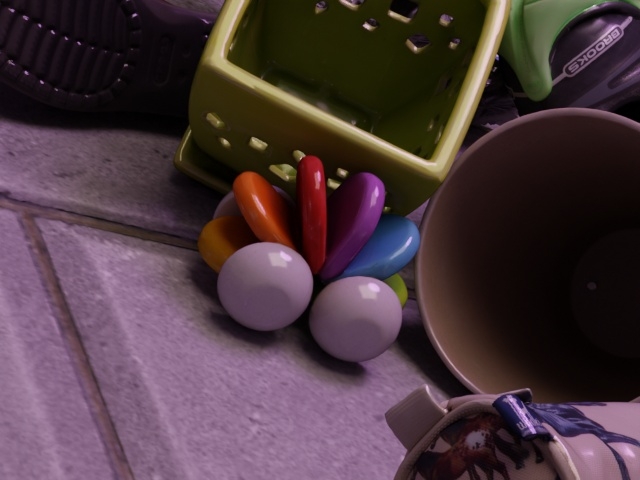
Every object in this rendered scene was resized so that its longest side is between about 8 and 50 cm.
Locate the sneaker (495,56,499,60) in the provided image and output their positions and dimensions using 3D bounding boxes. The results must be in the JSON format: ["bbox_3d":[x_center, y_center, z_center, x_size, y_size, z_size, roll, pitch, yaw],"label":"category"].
[{"bbox_3d":[0.202,-0.216,2.083,0.059,0.053,0.144,34,16,11],"label":"sneaker"}]

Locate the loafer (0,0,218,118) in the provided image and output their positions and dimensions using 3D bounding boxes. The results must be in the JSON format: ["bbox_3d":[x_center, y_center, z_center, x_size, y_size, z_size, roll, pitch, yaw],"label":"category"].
[{"bbox_3d":[-0.214,-0.181,1.491,0.130,0.133,0.366,16,0,41],"label":"loafer"}]

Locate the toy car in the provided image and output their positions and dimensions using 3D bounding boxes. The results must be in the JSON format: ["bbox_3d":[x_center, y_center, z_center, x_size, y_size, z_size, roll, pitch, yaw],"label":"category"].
[{"bbox_3d":[0.000,0.000,1.311,0.182,0.136,0.159,21,24,-18],"label":"toy car"}]

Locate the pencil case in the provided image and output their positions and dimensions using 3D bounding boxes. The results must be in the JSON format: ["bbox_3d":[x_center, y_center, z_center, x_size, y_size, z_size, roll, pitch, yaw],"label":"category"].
[{"bbox_3d":[0.235,0.182,1.169,0.410,0.160,0.183,4,60,-43],"label":"pencil case"}]

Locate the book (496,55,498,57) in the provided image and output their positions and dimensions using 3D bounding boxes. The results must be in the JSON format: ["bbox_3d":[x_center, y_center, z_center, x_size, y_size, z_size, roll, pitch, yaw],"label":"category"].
[{"bbox_3d":[0.239,-0.260,2.244,0.144,0.035,0.096,23,28,-16],"label":"book"}]

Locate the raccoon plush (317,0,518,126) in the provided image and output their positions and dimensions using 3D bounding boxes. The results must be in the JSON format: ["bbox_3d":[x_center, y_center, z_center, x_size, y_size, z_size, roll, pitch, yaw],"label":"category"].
[{"bbox_3d":[0.071,-0.323,1.846,0.446,0.216,0.299,33,52,-61],"label":"raccoon plush"}]

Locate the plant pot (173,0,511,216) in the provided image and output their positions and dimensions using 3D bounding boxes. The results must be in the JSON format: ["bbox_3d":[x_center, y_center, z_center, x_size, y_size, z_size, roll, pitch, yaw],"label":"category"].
[{"bbox_3d":[0.008,-0.131,1.435,0.228,0.207,0.227,26,57,-4],"label":"plant pot"}]

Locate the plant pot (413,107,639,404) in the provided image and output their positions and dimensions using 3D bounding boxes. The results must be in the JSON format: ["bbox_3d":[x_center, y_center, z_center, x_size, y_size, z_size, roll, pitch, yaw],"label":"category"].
[{"bbox_3d":[0.247,0.035,1.431,0.256,0.256,0.274,39,8,22],"label":"plant pot"}]

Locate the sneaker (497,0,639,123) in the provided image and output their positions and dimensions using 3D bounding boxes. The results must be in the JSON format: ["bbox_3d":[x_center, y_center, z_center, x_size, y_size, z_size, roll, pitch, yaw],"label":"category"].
[{"bbox_3d":[0.336,-0.120,1.600,0.483,0.185,0.202,7,71,-41],"label":"sneaker"}]
